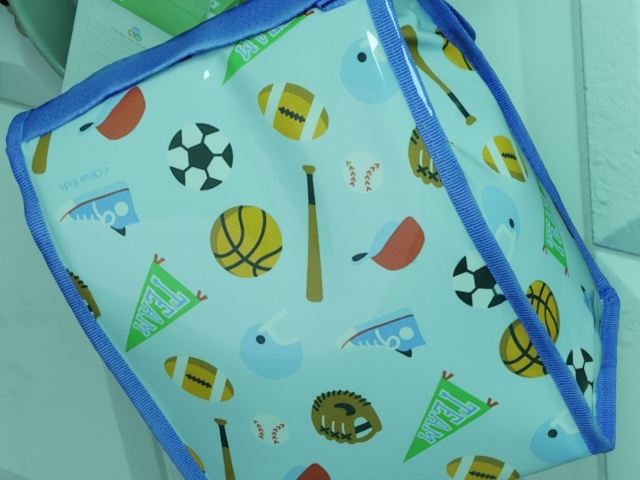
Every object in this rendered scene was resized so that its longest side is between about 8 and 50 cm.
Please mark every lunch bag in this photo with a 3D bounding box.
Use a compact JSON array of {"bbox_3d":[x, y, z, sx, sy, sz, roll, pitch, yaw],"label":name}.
[{"bbox_3d":[0.000,0.000,1.449,0.327,0.239,0.385,-23,118,21],"label":"lunch bag"}]

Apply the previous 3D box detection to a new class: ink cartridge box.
[{"bbox_3d":[-0.126,-0.168,1.505,0.109,0.062,0.209,32,139,11],"label":"ink cartridge box"}]

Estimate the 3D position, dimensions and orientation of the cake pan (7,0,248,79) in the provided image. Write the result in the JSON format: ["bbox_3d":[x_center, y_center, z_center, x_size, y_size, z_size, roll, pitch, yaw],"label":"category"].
[{"bbox_3d":[-0.132,-0.209,1.565,0.293,0.054,0.293,22,136,22],"label":"cake pan"}]

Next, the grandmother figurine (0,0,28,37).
[{"bbox_3d":[-0.336,-0.211,1.681,0.207,0.104,0.342,4,136,-8],"label":"grandmother figurine"}]
